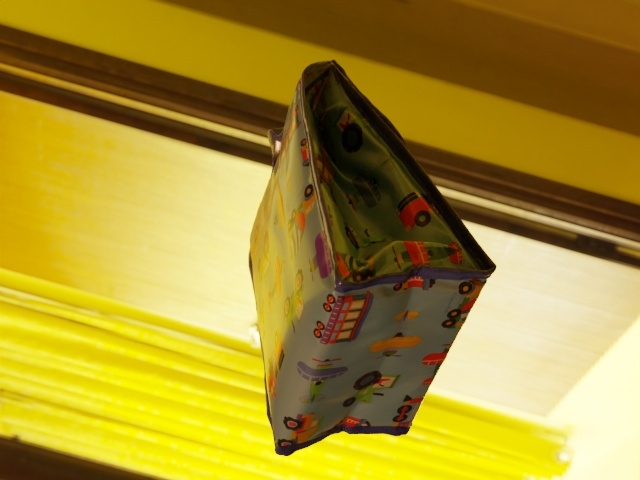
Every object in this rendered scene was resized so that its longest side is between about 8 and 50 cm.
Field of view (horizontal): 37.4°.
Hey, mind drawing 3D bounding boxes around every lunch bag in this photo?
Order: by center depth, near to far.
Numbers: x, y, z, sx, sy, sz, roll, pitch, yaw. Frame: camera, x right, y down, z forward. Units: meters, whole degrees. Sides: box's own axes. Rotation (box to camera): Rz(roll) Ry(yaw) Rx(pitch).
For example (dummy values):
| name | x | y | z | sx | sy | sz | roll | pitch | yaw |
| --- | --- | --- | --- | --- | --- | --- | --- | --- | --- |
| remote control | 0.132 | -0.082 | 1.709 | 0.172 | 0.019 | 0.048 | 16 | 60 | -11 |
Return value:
| name | x | y | z | sx | sy | sz | roll | pitch | yaw |
| --- | --- | --- | --- | --- | --- | --- | --- | --- | --- |
| lunch bag | 0.000 | 0.000 | 0.839 | 0.221 | 0.138 | 0.293 | 109 | -33 | -42 |
